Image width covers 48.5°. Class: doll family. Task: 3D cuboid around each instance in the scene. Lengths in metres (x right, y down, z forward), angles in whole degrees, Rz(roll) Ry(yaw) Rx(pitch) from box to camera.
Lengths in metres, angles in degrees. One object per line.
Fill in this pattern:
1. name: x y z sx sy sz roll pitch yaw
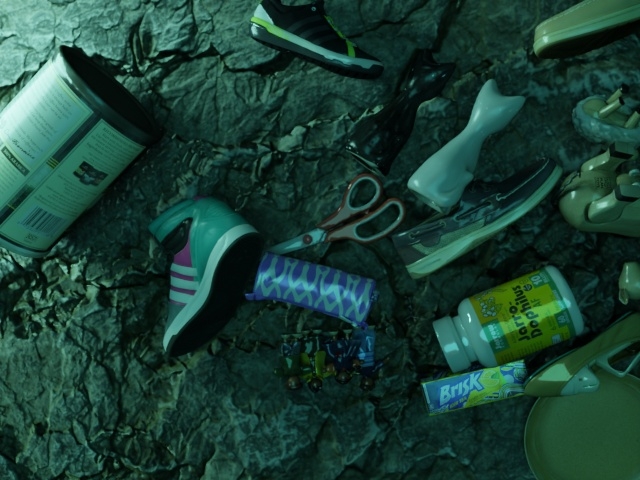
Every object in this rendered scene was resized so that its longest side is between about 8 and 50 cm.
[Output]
1. doll family: 0.020 0.200 1.165 0.193 0.076 0.111 -5 89 4

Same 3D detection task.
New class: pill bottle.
1. pill bottle: 0.287 0.128 1.106 0.208 0.117 0.117 -23 92 8

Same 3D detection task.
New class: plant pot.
1. plant pot: 0.448 0.319 1.148 0.236 0.032 0.236 1 96 6

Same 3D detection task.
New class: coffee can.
1. coffee can: -0.418 -0.137 1.119 0.275 0.201 0.201 -43 89 8

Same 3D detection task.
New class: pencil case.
1. pencil case: -0.010 0.082 1.149 0.206 0.086 0.088 15 70 6

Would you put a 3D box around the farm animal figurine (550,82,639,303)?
1. farm animal figurine: 0.482 -0.021 1.026 0.327 0.172 0.330 24 61 -5

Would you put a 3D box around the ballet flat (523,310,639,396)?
1. ballet flat: 0.422 0.188 1.087 0.232 0.080 0.073 -31 53 -8

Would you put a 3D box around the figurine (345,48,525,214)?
1. figurine: 0.176 -0.172 1.077 0.215 0.092 0.209 36 92 33

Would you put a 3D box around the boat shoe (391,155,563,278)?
1. boat shoe: 0.239 -0.049 1.107 0.285 0.103 0.092 -36 95 14

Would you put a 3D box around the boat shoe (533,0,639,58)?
1. boat shoe: 0.462 -0.373 1.052 0.341 0.121 0.110 -23 87 -3

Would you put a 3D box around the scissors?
1. scissors: 0.000 0.000 1.175 0.297 0.021 0.109 -34 91 7

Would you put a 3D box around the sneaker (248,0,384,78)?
1. sneaker: -0.003 -0.330 1.117 0.235 0.084 0.097 22 96 4

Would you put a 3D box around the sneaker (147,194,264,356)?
1. sneaker: -0.216 0.040 1.155 0.178 0.124 0.295 50 125 26

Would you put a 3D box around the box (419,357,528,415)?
1. box: 0.249 0.232 1.151 0.169 0.054 0.059 -15 93 8
